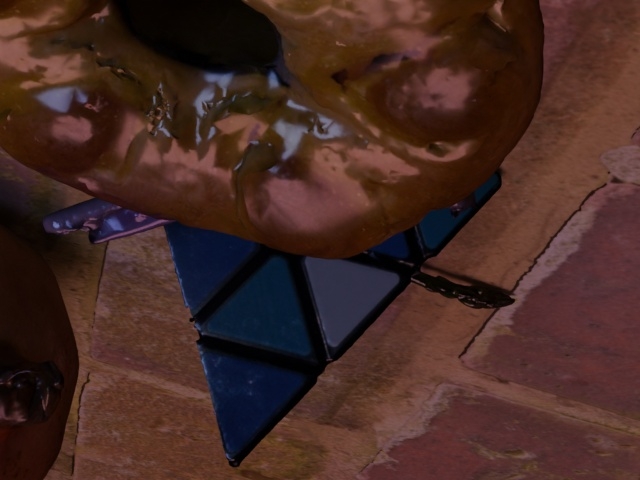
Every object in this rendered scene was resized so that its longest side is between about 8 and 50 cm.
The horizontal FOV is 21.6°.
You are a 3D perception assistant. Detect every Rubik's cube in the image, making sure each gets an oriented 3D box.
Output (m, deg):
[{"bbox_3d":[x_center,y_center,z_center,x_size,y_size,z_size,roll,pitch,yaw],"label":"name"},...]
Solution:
[{"bbox_3d":[0.000,0.000,1.277,0.250,0.284,0.234,-20,172,-7],"label":"Rubik's cube"}]

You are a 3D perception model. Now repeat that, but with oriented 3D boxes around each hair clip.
[{"bbox_3d":[-0.040,-0.053,1.092,0.278,0.090,0.137,-5,-172,10],"label":"hair clip"}]

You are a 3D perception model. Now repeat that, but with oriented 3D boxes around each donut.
[{"bbox_3d":[-0.048,-0.130,0.830,0.299,0.150,0.317,-21,126,28],"label":"donut"}]

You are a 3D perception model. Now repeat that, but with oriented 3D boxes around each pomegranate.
[{"bbox_3d":[-0.353,0.113,1.429,0.338,0.338,0.338,12,157,5],"label":"pomegranate"}]

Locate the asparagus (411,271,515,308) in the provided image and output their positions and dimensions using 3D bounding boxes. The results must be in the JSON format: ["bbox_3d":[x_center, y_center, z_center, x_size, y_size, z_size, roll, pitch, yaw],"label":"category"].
[{"bbox_3d":[0.051,0.017,1.357,0.233,0.023,0.022,20,-159,-12],"label":"asparagus"}]
